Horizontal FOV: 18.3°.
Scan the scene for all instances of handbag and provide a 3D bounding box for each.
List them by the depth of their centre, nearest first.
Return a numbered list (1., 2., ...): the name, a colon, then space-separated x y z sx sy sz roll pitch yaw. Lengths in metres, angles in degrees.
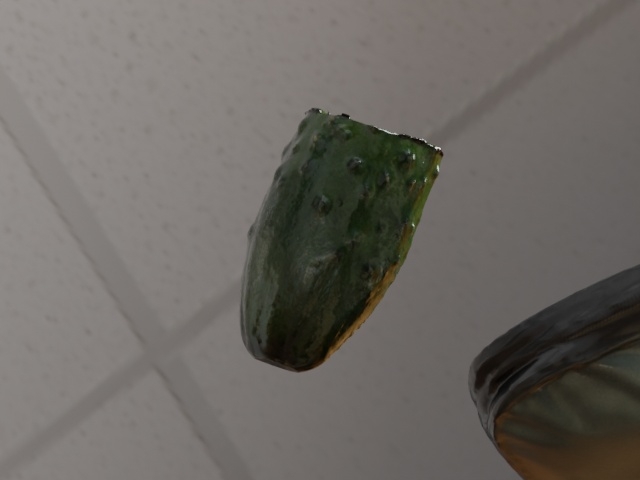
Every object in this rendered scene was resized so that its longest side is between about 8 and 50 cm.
1. handbag: 0.207 0.107 1.075 0.192 0.075 0.332 -25 -36 9

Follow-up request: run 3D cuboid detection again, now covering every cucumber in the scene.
1. cucumber: 0.000 0.000 0.812 0.035 0.067 0.107 48 -118 -72
